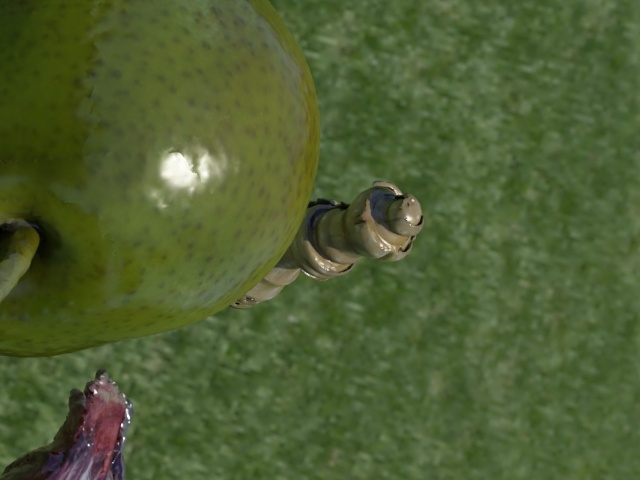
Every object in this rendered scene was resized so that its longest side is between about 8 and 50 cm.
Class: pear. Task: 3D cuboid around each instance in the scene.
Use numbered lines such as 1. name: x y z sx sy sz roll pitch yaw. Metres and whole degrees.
1. pear: -0.092 -0.029 0.556 0.216 0.180 0.166 -83 171 -59

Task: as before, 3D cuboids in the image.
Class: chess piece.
1. chess piece: -0.001 0.000 0.988 0.060 0.172 0.060 14 68 -40

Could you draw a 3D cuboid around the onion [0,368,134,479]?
1. onion: -0.254 0.280 1.288 0.267 0.159 0.348 44 51 -59
